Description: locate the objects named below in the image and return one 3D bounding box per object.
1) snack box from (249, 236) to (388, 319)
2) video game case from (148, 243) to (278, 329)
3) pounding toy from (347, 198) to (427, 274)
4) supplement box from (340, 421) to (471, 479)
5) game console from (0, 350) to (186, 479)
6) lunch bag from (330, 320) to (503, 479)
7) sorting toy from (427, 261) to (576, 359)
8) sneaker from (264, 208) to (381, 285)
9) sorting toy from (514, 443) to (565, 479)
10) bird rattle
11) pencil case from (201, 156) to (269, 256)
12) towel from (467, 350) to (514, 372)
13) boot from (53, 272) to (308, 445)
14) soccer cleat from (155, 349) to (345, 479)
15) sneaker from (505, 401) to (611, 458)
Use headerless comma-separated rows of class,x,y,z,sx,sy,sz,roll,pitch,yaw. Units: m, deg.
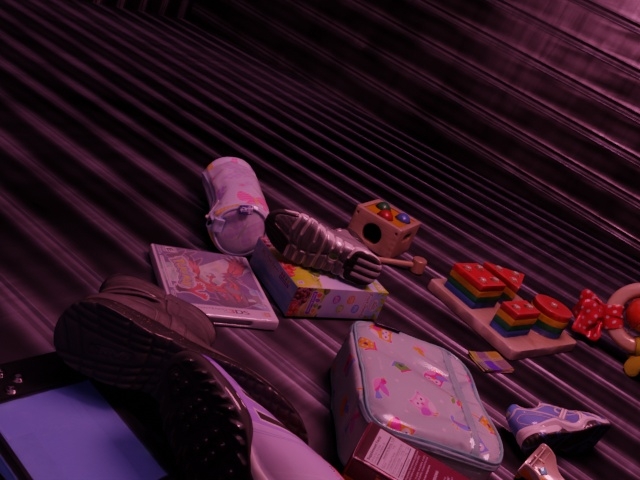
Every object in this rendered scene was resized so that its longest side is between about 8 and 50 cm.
snack box,-0.004,0.070,1.233,0.207,0.070,0.174,7,27,-36
video game case,-0.183,0.076,1.108,0.183,0.023,0.201,10,26,-30
pounding toy,0.172,-0.010,1.549,0.206,0.094,0.181,32,24,21
supplement box,0.109,0.312,0.756,0.188,0.104,0.081,28,23,12
game console,-0.260,0.167,0.635,0.293,0.173,0.250,37,26,29
lunch bag,0.133,0.235,0.945,0.224,0.107,0.279,19,23,-10
sorting toy,0.418,0.139,1.459,0.255,0.089,0.257,2,30,-41
sneaker,0.000,0.000,1.211,0.229,0.086,0.132,29,16,-12
sorting toy,0.333,0.353,0.968,0.075,0.045,0.083,43,28,24
bird rattle,0.720,0.191,1.515,0.253,0.207,0.143,49,14,31
pencil case,-0.176,-0.074,1.335,0.124,0.113,0.273,2,28,-13
towel,0.328,0.233,1.267,0.083,0.009,0.060,8,28,-33
boot,-0.155,0.153,0.849,0.338,0.118,0.223,38,5,-5
soccer cleat,-0.052,0.245,0.703,0.318,0.108,0.116,47,23,14
sneaker,0.397,0.302,1.086,0.211,0.080,0.081,10,29,-32
